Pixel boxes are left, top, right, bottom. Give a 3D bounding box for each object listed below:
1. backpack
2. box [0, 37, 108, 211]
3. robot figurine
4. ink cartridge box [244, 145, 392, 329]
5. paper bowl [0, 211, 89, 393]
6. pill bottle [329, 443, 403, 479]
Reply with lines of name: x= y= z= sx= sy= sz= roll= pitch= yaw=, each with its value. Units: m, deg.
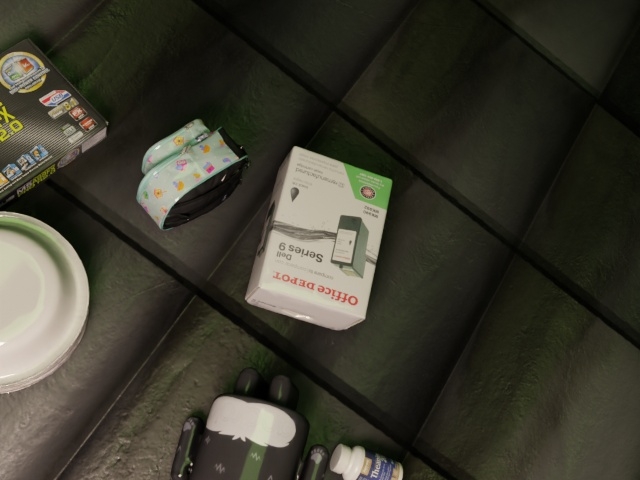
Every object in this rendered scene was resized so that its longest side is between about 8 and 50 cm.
backpack: x=-0.240 y=-0.112 z=1.248 sx=0.144 sy=0.166 sz=0.188 roll=44 pitch=61 yaw=0
box: x=-0.548 y=-0.198 z=1.226 sx=0.216 sy=0.060 sz=0.270 roll=47 pitch=64 yaw=0
robot figurine: x=-0.116 y=0.356 z=1.142 sx=0.174 sy=0.209 sz=0.278 roll=30 pitch=63 yaw=-32
ink cartridge box: x=0.000 y=0.000 z=1.321 sx=0.211 sy=0.121 sz=0.289 roll=17 pitch=69 yaw=-13
paper bowl: x=-0.512 y=0.091 z=1.099 sx=0.284 sy=0.148 sz=0.284 roll=5 pitch=71 yaw=-16
pill bottle: x=0.081 y=0.408 z=1.248 sx=0.120 sy=0.067 sz=0.067 roll=25 pitch=66 yaw=-10
